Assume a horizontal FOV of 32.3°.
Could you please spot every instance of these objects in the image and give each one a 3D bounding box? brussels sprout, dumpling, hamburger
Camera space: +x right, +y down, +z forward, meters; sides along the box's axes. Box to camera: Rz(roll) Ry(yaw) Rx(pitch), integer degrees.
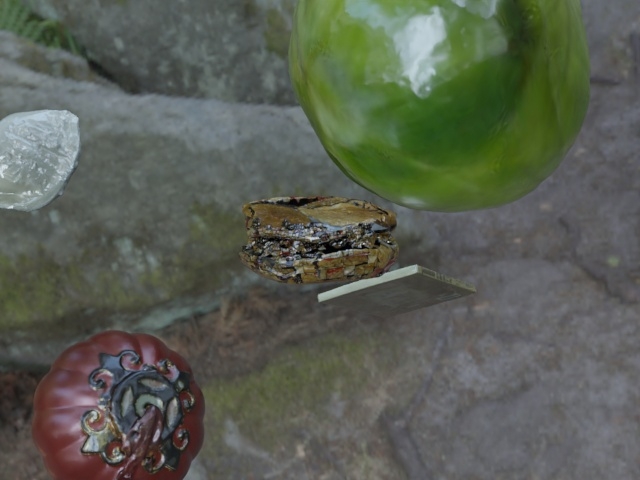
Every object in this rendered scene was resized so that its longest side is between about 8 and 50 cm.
[{"bbox_3d":[0.112,-0.190,1.077,0.268,0.344,0.344,-19,25,37],"label":"brussels sprout"},{"bbox_3d":[-0.441,-0.116,1.678,0.176,0.092,0.150,-26,79,-35],"label":"dumpling"},{"bbox_3d":[0.000,0.000,1.483,0.230,0.107,0.231,2,8,0],"label":"hamburger"}]

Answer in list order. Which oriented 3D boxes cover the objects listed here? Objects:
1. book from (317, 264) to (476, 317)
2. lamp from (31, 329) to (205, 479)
[{"bbox_3d":[0.159,0.106,2.207,0.216,0.310,0.021,-17,73,25],"label":"book"},{"bbox_3d":[-0.251,0.225,1.406,0.226,0.227,0.227,-9,33,6],"label":"lamp"}]
